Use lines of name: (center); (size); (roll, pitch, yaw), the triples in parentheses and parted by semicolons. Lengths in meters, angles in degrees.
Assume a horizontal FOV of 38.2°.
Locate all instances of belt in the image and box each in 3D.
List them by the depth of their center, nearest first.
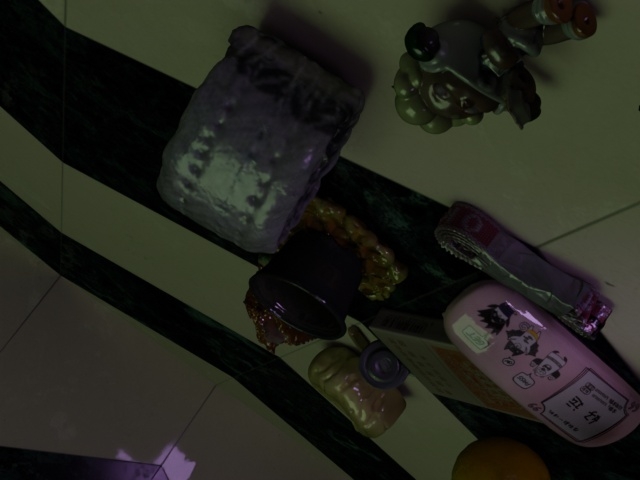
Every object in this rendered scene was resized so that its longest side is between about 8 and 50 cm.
belt: (0.242, 0.036, 1.098); (0.232, 0.053, 0.071); (34, 160, 3)

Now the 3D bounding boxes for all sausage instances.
sausage: (0.087, 0.209, 1.796); (0.024, 0.024, 0.132); (17, 153, 40)

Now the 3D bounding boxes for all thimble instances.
thimble: (-0.064, -0.107, 1.026); (0.157, 0.217, 0.245); (30, 145, 1)

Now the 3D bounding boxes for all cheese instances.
cheese: (0.068, 0.316, 1.953); (0.214, 0.117, 0.226); (44, 164, -9)

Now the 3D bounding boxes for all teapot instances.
teapot: (0.130, 0.234, 1.695); (0.124, 0.092, 0.091); (42, -176, 3)

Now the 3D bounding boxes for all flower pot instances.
flower pot: (-0.011, 0.058, 1.332); (0.157, 0.107, 0.157); (25, 152, 14)

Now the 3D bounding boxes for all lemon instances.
lemon: (0.345, 0.464, 1.758); (0.178, 0.178, 0.203); (46, 159, -30)

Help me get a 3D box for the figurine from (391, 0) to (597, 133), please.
figurine: (0.137, -0.146, 0.776); (0.147, 0.093, 0.197); (25, 165, -25)

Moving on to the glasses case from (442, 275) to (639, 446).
glasses case: (0.295, 0.163, 1.220); (0.314, 0.075, 0.122); (40, 121, -15)

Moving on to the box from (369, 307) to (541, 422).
box: (0.259, 0.205, 1.468); (0.365, 0.051, 0.204); (5, 144, 53)

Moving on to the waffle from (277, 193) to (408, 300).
waffle: (0.001, -0.002, 1.397); (0.291, 0.051, 0.291); (29, 160, 12)

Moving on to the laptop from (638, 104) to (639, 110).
laptop: (0.363, -0.054, 0.748); (0.197, 0.016, 0.135); (42, 158, -21)

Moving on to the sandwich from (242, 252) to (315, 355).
sandwich: (-0.044, 0.101, 1.571); (0.079, 0.159, 0.235); (28, 149, 40)
